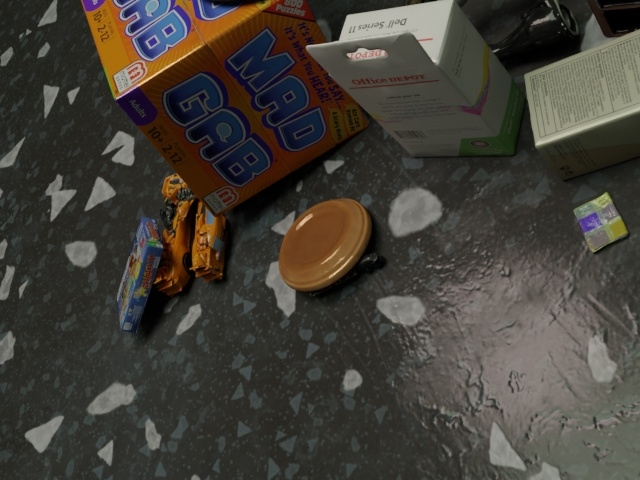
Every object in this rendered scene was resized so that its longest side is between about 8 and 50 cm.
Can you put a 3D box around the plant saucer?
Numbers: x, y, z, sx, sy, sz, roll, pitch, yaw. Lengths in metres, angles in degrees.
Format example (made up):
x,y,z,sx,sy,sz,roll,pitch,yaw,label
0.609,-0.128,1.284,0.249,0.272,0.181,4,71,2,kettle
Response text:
x,y,z,sx,sy,sz,roll,pitch,yaw,label
0.000,0.000,1.454,0.199,0.037,0.200,-25,41,24,plant saucer

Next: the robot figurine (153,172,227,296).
x,y,z,sx,sy,sz,roll,pitch,yaw,label
-0.268,-0.040,1.679,0.211,0.085,0.291,-20,56,27,robot figurine

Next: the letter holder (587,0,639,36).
x,y,z,sx,sy,sz,roll,pitch,yaw,label
0.554,-0.491,1.240,0.214,0.152,0.302,6,71,37,letter holder

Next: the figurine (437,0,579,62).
x,y,z,sx,sy,sz,roll,pitch,yaw,label
0.300,-0.397,1.379,0.209,0.092,0.215,-23,90,33,figurine

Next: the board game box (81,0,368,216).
x,y,z,sx,sy,sz,roll,pitch,yaw,label
-0.183,-0.344,1.542,0.356,0.356,0.357,-31,50,3,board game box

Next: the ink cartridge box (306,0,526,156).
x,y,z,sx,sy,sz,roll,pitch,yaw,label
0.160,-0.265,1.282,0.207,0.353,0.119,4,70,39,ink cartridge box

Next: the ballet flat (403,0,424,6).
x,y,z,sx,sy,sz,roll,pitch,yaw,label
0.186,-0.439,1.535,0.058,0.084,0.250,9,84,0,ballet flat

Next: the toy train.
x,y,z,sx,sy,sz,roll,pitch,yaw,label
0.040,0.061,1.419,0.158,0.036,0.027,-28,52,23,toy train

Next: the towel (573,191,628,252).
x,y,z,sx,sy,sz,roll,pitch,yaw,label
0.416,-0.027,1.194,0.060,0.009,0.083,-28,53,24,towel

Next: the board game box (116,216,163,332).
x,y,z,sx,sy,sz,roll,pitch,yaw,label
-0.376,0.070,1.664,0.201,0.035,0.136,-68,26,21,board game box

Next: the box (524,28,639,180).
x,y,z,sx,sy,sz,roll,pitch,yaw,label
0.472,-0.216,1.174,0.311,0.121,0.148,-17,58,30,box
